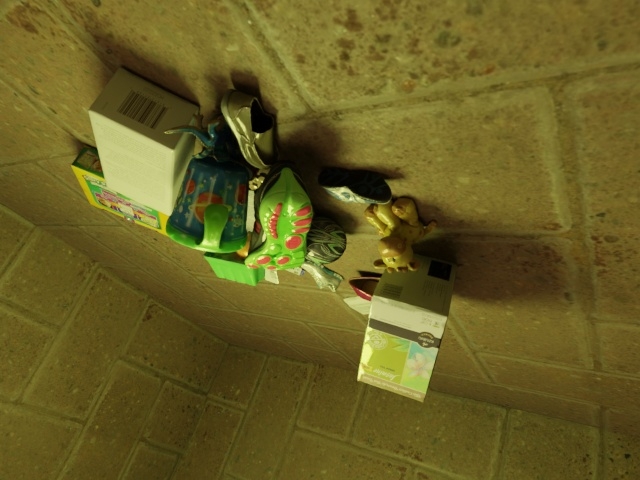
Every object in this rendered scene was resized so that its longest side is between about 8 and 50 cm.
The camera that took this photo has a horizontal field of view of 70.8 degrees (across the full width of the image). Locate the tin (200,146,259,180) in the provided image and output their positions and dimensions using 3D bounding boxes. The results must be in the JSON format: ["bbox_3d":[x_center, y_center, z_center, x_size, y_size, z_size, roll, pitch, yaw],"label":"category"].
[{"bbox_3d":[-0.278,-0.233,1.365,0.189,0.040,0.106,15,150,13],"label":"tin"}]

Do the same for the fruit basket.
[{"bbox_3d":[-0.297,-0.027,1.614,0.326,0.165,0.354,8,115,30],"label":"fruit basket"}]

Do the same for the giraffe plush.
[{"bbox_3d":[0.216,0.002,1.286,0.210,0.171,0.181,32,153,-21],"label":"giraffe plush"}]

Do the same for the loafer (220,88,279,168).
[{"bbox_3d":[-0.159,-0.267,1.130,0.087,0.095,0.251,9,155,25],"label":"loafer"}]

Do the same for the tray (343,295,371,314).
[{"bbox_3d":[0.228,0.292,2.023,0.145,0.030,0.270,32,153,-23],"label":"tray"}]

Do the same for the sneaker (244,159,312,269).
[{"bbox_3d":[-0.119,-0.053,1.332,0.185,0.203,0.483,6,150,-16],"label":"sneaker"}]

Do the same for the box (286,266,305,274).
[{"bbox_3d":[-0.130,0.108,1.939,0.136,0.028,0.081,20,155,-3],"label":"box"}]

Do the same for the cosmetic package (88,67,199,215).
[{"bbox_3d":[-0.510,-0.263,1.335,0.229,0.162,0.453,26,154,-10],"label":"cosmetic package"}]

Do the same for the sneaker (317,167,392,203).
[{"bbox_3d":[0.098,-0.141,1.220,0.211,0.080,0.081,20,163,26],"label":"sneaker"}]

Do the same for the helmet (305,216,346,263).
[{"bbox_3d":[0.000,0.000,1.464,0.169,0.170,0.161,15,171,12],"label":"helmet"}]

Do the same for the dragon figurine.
[{"bbox_3d":[-0.274,-0.245,1.144,0.085,0.289,0.144,12,116,14],"label":"dragon figurine"}]

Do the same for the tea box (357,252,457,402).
[{"bbox_3d":[0.278,0.254,1.420,0.219,0.329,0.324,13,116,16],"label":"tea box"}]

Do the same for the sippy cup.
[{"bbox_3d":[-0.303,-0.113,1.276,0.305,0.224,0.239,27,-160,33],"label":"sippy cup"}]

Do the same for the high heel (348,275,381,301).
[{"bbox_3d":[0.273,0.194,1.664,0.181,0.127,0.377,24,160,-32],"label":"high heel"}]

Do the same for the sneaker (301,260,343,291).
[{"bbox_3d":[-0.001,0.151,1.859,0.190,0.083,0.071,27,156,-10],"label":"sneaker"}]

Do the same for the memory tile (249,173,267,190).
[{"bbox_3d":[-0.177,-0.162,1.454,0.113,0.012,0.148,2,148,35],"label":"memory tile"}]

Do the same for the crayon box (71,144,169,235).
[{"bbox_3d":[-0.732,-0.178,1.746,0.362,0.106,0.313,23,154,-5],"label":"crayon box"}]
